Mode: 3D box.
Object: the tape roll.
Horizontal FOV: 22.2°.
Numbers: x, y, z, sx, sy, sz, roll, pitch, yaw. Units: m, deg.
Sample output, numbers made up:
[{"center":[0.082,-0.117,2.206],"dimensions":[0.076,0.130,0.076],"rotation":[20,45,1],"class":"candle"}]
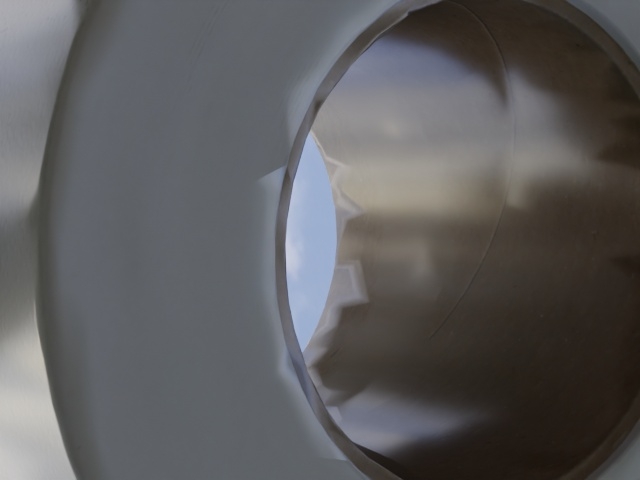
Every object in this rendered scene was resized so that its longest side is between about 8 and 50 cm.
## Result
[{"center":[0.000,0.000,0.459],"dimensions":[0.246,0.169,0.246],"rotation":[-1,-88,-33],"class":"tape roll"}]
